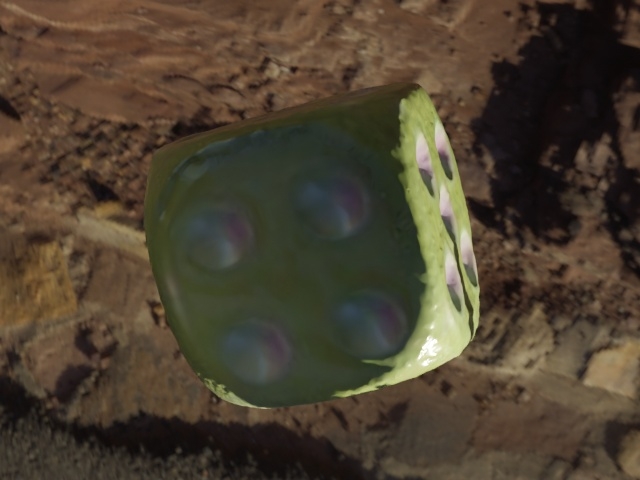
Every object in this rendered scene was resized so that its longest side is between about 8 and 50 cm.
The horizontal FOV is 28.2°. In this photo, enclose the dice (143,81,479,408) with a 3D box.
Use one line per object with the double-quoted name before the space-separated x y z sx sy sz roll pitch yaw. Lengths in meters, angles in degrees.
"dice" 0.000 0.000 1.178 0.252 0.254 0.249 -12 99 15
